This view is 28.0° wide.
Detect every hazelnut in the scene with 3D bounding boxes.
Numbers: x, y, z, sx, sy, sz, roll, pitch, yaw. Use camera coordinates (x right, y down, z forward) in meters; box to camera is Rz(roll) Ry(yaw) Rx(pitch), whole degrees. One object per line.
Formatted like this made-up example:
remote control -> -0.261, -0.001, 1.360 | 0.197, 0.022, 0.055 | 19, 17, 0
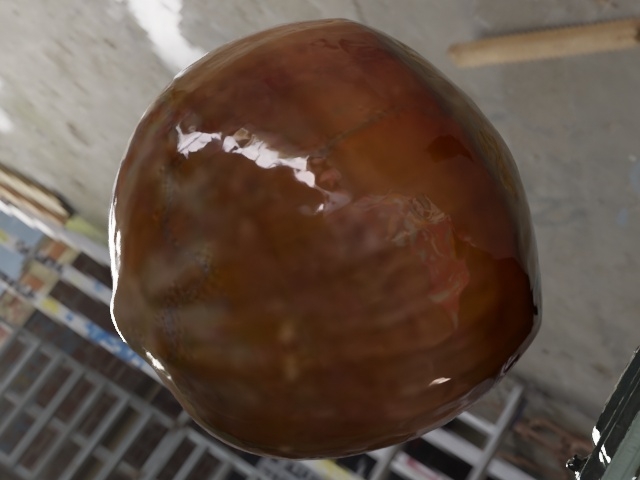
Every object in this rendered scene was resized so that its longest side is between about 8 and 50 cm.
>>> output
hazelnut -> 0.000, 0.000, 0.607 | 0.214, 0.214, 0.176 | 37, 157, -4

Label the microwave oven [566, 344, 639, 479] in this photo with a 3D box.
microwave oven -> 0.195, 0.090, 0.586 | 0.129, 0.163, 0.205 | 27, -172, 16
